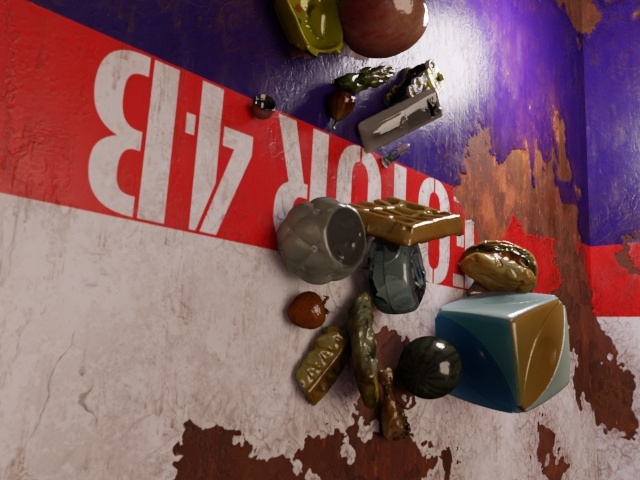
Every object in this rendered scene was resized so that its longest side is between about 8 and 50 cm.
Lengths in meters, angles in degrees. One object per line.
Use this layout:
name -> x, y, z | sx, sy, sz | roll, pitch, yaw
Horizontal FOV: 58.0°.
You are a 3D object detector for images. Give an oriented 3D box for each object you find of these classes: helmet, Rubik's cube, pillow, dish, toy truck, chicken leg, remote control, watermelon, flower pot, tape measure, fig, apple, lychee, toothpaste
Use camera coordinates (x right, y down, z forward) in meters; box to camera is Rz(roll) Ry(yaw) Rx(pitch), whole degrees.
helmet -> -0.157, -0.358, 1.577 | 0.065, 0.049, 0.084 | 20, 37, -8
Rubik's cube -> 0.651, 0.382, 2.069 | 0.347, 0.351, 0.352 | -12, 95, -36
pillow -> 0.697, 0.211, 2.355 | 0.223, 0.084, 0.236 | 51, 55, -18
dish -> -0.049, -0.652, 1.686 | 0.221, 0.108, 0.262 | -29, 104, -45
toy truck -> 0.343, -0.517, 2.060 | 0.157, 0.124, 0.272 | 55, 51, -25
chicken leg -> 0.220, 0.516, 1.811 | 0.087, 0.107, 0.251 | -14, 100, -9
remote control -> 0.274, -0.398, 1.923 | 0.313, 0.055, 0.109 | -28, 117, -11
watermelon -> 0.360, 0.415, 1.896 | 0.212, 0.212, 0.212 | 8, 79, -45
flower pot -> 0.000, 0.000, 1.586 | 0.246, 0.195, 0.246 | 8, 79, -47
tape measure -> 0.245, 0.095, 1.818 | 0.256, 0.147, 0.275 | -13, 96, -67
fig -> 0.058, -0.403, 1.795 | 0.089, 0.089, 0.125 | 10, 103, -45
apple -> 0.201, -0.725, 1.789 | 0.345, 0.269, 0.345 | 3, 90, -76
lychee -> -0.026, 0.185, 1.600 | 0.140, 0.114, 0.101 | -35, 130, -17
toothpaste -> 0.264, -0.302, 2.021 | 0.170, 0.028, 0.045 | -38, 105, -38

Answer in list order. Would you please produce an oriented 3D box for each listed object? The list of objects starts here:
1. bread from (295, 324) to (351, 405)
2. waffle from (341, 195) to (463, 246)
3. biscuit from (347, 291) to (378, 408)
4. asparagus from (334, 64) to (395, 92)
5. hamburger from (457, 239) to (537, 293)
bread -> 0.017, 0.347, 1.639 | 0.128, 0.088, 0.232 | 56, 52, -29
waffle -> 0.241, -0.062, 1.768 | 0.348, 0.304, 0.077 | -11, 113, -49
biscuit -> 0.129, 0.325, 1.665 | 0.335, 0.078, 0.329 | -27, 110, -84
asparagus -> 0.151, -0.530, 1.901 | 0.287, 0.080, 0.080 | -30, 106, -36
hamburger -> 0.726, 0.105, 2.227 | 0.330, 0.209, 0.162 | 33, 59, -5
